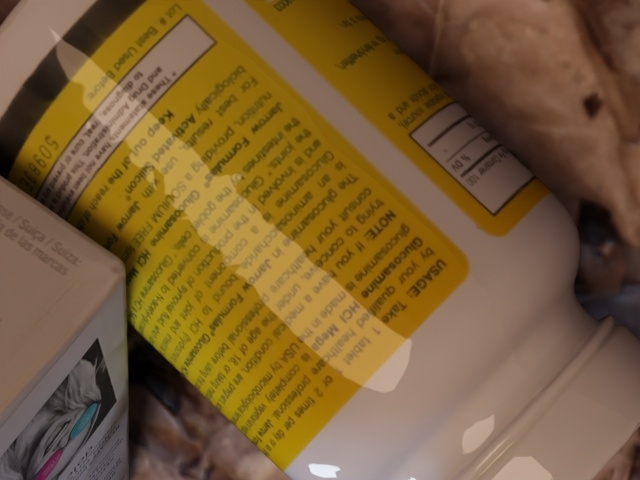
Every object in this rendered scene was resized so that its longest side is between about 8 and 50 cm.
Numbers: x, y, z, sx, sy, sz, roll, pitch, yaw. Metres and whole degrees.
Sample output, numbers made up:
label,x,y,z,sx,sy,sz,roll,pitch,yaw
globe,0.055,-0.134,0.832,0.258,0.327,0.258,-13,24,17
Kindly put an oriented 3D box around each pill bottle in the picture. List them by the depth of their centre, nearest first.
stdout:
label,x,y,z,sx,sy,sz,roll,pitch,yaw
pill bottle,0.000,0.000,0.924,0.334,0.188,0.188,44,119,5

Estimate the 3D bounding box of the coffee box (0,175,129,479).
label,x,y,z,sx,sy,sz,roll,pitch,yaw
coffee box,-0.328,0.104,0.950,0.338,0.338,0.334,35,158,10
